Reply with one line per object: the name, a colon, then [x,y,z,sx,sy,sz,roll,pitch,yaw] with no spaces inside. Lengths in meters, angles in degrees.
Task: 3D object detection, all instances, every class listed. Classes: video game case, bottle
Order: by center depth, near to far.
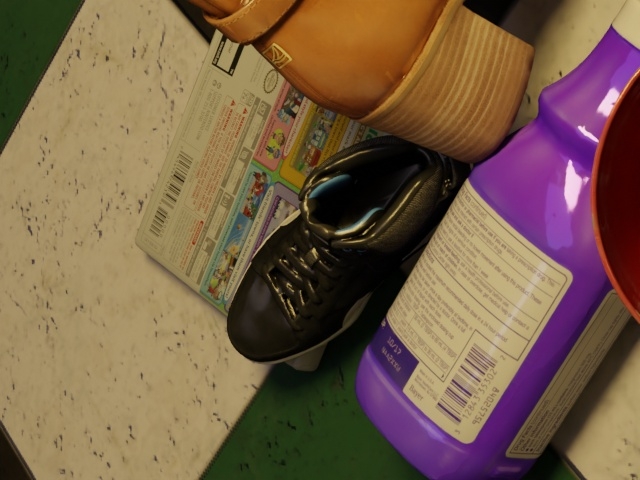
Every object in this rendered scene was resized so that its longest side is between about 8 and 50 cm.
bottle: [0.126,0.001,0.976,0.118,0.092,0.283,46,115,40]
video game case: [-0.029,-0.050,1.182,0.193,0.023,0.212,35,107,41]

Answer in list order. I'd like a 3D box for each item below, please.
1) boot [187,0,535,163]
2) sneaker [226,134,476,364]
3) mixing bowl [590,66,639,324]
boot: [0.024,-0.199,0.979,0.109,0.220,0.283,-21,48,57]
sneaker: [0.000,0.000,1.054,0.217,0.121,0.079,-41,74,23]
mixing bowl: [0.219,-0.022,0.862,0.181,0.098,0.181,0,91,5]
